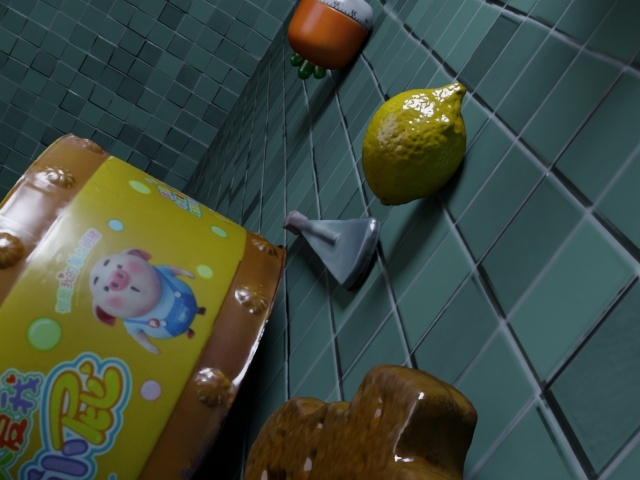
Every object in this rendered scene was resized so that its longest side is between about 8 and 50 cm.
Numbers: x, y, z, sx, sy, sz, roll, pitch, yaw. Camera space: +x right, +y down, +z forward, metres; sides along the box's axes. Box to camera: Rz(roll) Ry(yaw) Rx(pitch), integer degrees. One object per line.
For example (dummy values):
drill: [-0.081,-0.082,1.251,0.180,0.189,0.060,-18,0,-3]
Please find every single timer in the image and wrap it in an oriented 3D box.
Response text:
timer: [0.007,-0.263,1.140,0.136,0.099,0.136,-158,90,-88]

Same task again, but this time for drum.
drum: [-0.219,0.135,0.752,0.431,0.214,0.431,-58,10,15]

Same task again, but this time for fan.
fan: [0.000,0.000,0.753,0.282,0.023,0.057,-162,93,-77]

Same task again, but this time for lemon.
lemon: [0.063,-0.063,0.569,0.092,0.065,0.065,-57,13,12]

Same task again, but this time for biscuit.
biscuit: [-0.020,0.191,0.370,0.301,0.043,0.278,-61,15,2]
